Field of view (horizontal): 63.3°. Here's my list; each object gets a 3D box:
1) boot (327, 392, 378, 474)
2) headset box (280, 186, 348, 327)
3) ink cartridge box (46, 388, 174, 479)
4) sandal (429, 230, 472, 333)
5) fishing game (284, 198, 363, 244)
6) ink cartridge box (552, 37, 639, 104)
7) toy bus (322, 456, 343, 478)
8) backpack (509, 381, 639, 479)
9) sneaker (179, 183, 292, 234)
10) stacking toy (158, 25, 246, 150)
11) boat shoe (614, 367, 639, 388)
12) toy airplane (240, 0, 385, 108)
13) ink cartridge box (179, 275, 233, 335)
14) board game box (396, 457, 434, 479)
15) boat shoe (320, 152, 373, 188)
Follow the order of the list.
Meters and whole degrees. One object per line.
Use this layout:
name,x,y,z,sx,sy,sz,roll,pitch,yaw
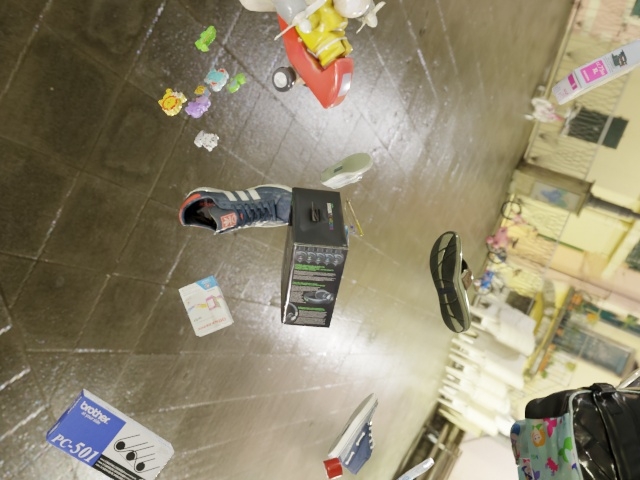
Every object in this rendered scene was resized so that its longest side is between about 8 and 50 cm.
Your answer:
boot,0.106,0.482,1.299,0.190,0.086,0.069,-52,179,-13
headset box,-0.021,0.034,1.320,0.246,0.131,0.283,-94,-168,-51
ink cartridge box,-0.386,0.375,0.964,0.207,0.046,0.097,43,75,-21
sandal,0.399,0.120,1.540,0.086,0.120,0.302,-11,95,-29
fishing game,0.000,0.000,1.544,0.264,0.189,0.041,-30,148,24
ink cartridge box,0.771,-0.457,1.320,0.186,0.311,0.065,-17,84,-81
toy bus,0.010,0.542,0.997,0.191,0.202,0.104,-36,151,-36
backpack,0.390,0.338,0.700,0.191,0.225,0.253,125,-35,-55
sneaker,-0.220,-0.074,1.425,0.148,0.350,0.131,-69,155,-63
stacking toy,-0.248,-0.329,1.151,0.221,0.052,0.167,-64,156,-14
boat shoe,0.734,0.403,1.280,0.075,0.065,0.206,-7,136,-52
toy airplane,-0.011,-0.554,1.192,0.384,0.273,0.385,38,56,-46
ink cartridge box,-0.274,0.159,1.250,0.089,0.122,0.052,-23,171,-8
board game box,0.248,0.611,1.370,0.090,0.020,0.090,-38,157,16
boat shoe,0.105,-0.244,1.856,0.081,0.228,0.079,28,55,-42
